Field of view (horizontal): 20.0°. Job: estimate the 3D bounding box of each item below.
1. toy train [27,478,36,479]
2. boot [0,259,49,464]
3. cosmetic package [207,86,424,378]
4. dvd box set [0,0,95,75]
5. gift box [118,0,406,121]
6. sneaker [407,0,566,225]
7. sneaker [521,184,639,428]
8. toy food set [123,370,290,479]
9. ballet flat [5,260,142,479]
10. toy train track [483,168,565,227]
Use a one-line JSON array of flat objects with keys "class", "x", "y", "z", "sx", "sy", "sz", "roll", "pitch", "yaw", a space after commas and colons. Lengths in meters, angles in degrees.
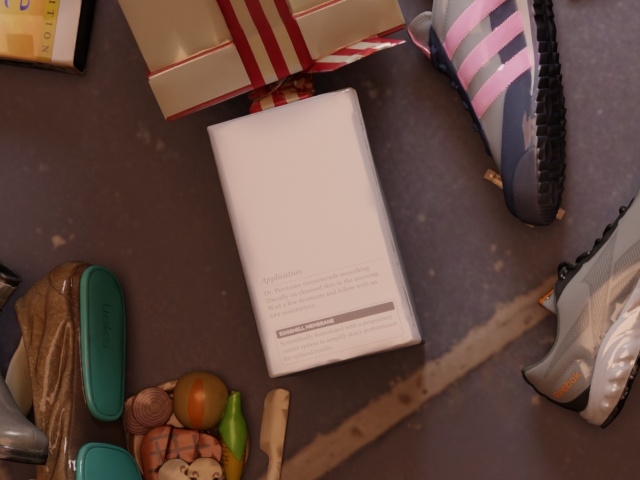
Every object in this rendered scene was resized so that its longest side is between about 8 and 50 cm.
[{"class": "toy train", "x": -0.263, "y": 0.314, "z": 1.707, "sx": 0.125, "sy": 0.046, "sz": 0.166, "roll": 18, "pitch": 88, "yaw": 5}, {"class": "boot", "x": -0.312, "y": 0.100, "z": 1.653, "sx": 0.246, "sy": 0.083, "sz": 0.161, "roll": 22, "pitch": 91, "yaw": 47}, {"class": "cosmetic package", "x": 0.000, "y": 0.000, "z": 1.618, "sx": 0.138, "sy": 0.224, "sz": 0.225, "roll": -14, "pitch": 85, "yaw": 3}, {"class": "dvd box set", "x": -0.414, "y": -0.337, "z": 1.755, "sx": 0.420, "sy": 0.062, "sz": 0.308, "roll": 9, "pitch": 88, "yaw": 5}, {"class": "gift box", "x": -0.054, "y": -0.265, "z": 1.582, "sx": 0.276, "sy": 0.255, "sz": 0.258, "roll": -18, "pitch": 117, "yaw": 7}, {"class": "sneaker", "x": 0.152, "y": -0.165, "z": 1.691, "sx": 0.131, "sy": 0.112, "sz": 0.319, "roll": -8, "pitch": 83, "yaw": 21}, {"class": "sneaker", "x": 0.267, "y": 0.030, "z": 1.662, "sx": 0.108, "sy": 0.100, "sz": 0.272, "roll": 21, "pitch": 88, "yaw": 11}, {"class": "toy food set", "x": -0.129, "y": 0.188, "z": 1.709, "sx": 0.192, "sy": 0.038, "sz": 0.132, "roll": 4, "pitch": 87, "yaw": 5}, {"class": "ballet flat", "x": -0.235, "y": 0.188, "z": 1.665, "sx": 0.124, "sy": 0.116, "sz": 0.342, "roll": -18, "pitch": 69, "yaw": 26}, {"class": "toy train track", "x": 0.193, "y": -0.044, "z": 1.712, "sx": 0.083, "sy": 0.014, "sz": 0.048, "roll": 29, "pitch": 89, "yaw": 6}]
